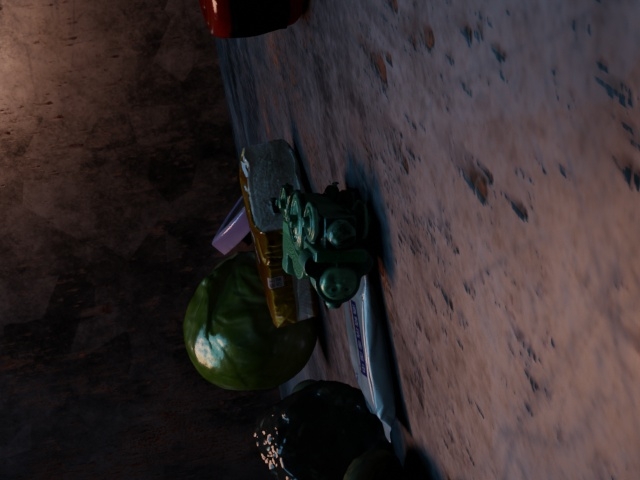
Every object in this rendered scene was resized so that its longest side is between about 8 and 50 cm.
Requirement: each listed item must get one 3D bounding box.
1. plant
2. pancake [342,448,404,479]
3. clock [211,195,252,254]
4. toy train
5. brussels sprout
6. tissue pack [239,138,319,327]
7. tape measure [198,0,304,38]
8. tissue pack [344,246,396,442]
[{"bbox_3d":[-0.006,0.248,1.082,0.274,0.146,0.149,113,141,-78],"label":"plant"},{"bbox_3d":[0.043,0.324,0.849,0.242,0.050,0.242,-1,-90,-71],"label":"pancake"},{"bbox_3d":[-0.114,-0.044,1.492,0.064,0.172,0.198,37,179,-10],"label":"clock"},{"bbox_3d":[0.000,0.000,0.853,0.178,0.071,0.105,-138,49,-72],"label":"toy train"},{"bbox_3d":[-0.118,0.136,1.472,0.244,0.244,0.244,168,90,-83],"label":"brussels sprout"},{"bbox_3d":[-0.057,-0.011,1.288,0.226,0.091,0.183,83,171,-49],"label":"tissue pack"},{"bbox_3d":[-0.095,-0.345,0.914,0.253,0.113,0.261,86,169,-52],"label":"tape measure"},{"bbox_3d":[0.047,0.098,0.897,0.122,0.026,0.193,-148,47,-80],"label":"tissue pack"}]
